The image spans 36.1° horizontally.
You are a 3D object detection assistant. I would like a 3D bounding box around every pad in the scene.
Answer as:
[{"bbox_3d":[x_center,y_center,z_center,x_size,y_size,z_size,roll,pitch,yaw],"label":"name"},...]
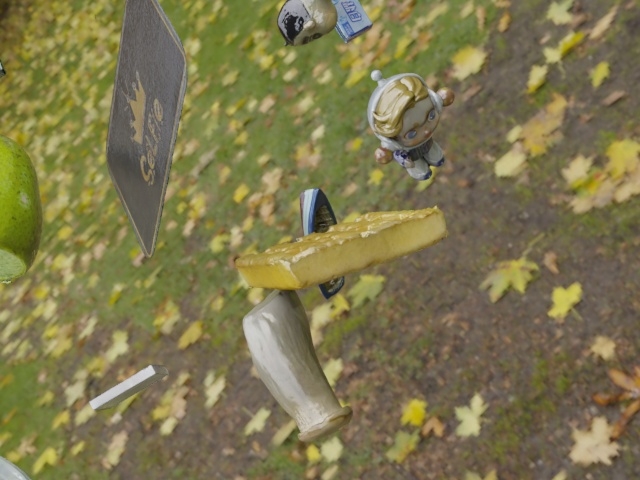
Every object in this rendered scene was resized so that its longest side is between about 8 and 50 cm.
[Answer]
[{"bbox_3d":[-0.262,-0.146,1.352,0.315,0.063,0.375,58,145,36],"label":"pad"}]

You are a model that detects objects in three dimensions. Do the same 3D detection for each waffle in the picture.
[{"bbox_3d":[0.026,0.012,1.384,0.248,0.055,0.221,-18,6,-21],"label":"waffle"}]

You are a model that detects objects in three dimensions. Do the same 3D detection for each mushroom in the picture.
[{"bbox_3d":[-0.044,0.172,1.403,0.096,0.108,0.247,-38,61,21],"label":"mushroom"}]

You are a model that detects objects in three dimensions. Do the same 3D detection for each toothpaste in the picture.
[{"bbox_3d":[0.008,-0.524,1.946,0.066,0.272,0.053,-30,-2,-1],"label":"toothpaste"}]

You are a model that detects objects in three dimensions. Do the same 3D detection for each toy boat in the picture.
[{"bbox_3d":[0.000,0.000,1.721,0.046,0.228,0.080,21,47,37],"label":"toy boat"}]

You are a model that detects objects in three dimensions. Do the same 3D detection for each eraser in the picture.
[{"bbox_3d":[-0.394,0.304,2.029,0.150,0.023,0.104,-31,-11,2],"label":"eraser"}]

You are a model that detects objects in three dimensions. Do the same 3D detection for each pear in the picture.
[{"bbox_3d":[-0.741,-0.084,2.186,0.342,0.239,0.317,-22,60,52],"label":"pear"}]

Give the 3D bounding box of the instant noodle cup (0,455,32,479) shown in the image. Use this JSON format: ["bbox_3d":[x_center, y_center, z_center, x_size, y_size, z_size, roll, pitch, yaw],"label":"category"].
[{"bbox_3d":[-0.498,0.412,1.322,0.200,0.264,0.264,-48,23,10],"label":"instant noodle cup"}]

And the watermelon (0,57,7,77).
[{"bbox_3d":[-0.492,-0.197,1.295,0.207,0.136,0.202,15,79,30],"label":"watermelon"}]

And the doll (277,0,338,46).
[{"bbox_3d":[-0.001,-0.382,1.572,0.179,0.089,0.102,-50,7,10],"label":"doll"}]

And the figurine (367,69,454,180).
[{"bbox_3d":[0.184,-0.230,1.940,0.133,0.274,0.193,43,105,31],"label":"figurine"}]
